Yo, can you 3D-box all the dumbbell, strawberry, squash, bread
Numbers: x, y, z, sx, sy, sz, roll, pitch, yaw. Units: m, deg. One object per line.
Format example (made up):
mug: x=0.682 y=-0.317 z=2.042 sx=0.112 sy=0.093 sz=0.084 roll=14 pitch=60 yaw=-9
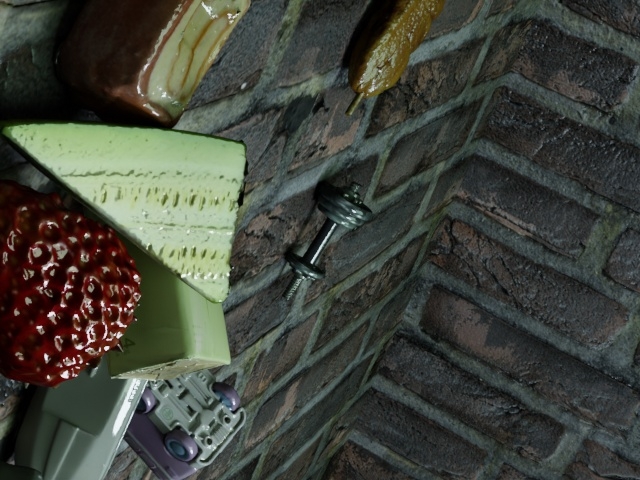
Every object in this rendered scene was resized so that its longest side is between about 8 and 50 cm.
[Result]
dumbbell: x=0.000 y=0.000 z=2.425 sx=0.254 sy=0.110 sz=0.110 roll=-57 pitch=166 yaw=9
strawberry: x=-0.298 y=0.023 z=1.336 sx=0.205 sy=0.205 sz=0.244 roll=-54 pitch=140 yaw=-27
squash: x=-0.230 y=-0.038 z=1.400 sx=0.289 sy=0.111 sz=0.203 roll=-2 pitch=109 yaw=-35
bread: x=0.124 y=-0.358 z=2.216 sx=0.344 sy=0.084 sz=0.124 roll=-58 pitch=143 yaw=-11
bread: x=-0.169 y=-0.235 z=1.390 sx=0.244 sy=0.123 sz=0.190 roll=-62 pitch=164 yaw=-3

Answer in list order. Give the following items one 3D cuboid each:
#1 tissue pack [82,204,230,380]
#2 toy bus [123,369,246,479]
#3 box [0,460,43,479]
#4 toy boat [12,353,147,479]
tissue pack: x=-0.198 y=0.045 z=1.588 sx=0.159 sy=0.125 sz=0.234 roll=33 pitch=45 yaw=-75
toy bus: x=-0.229 y=0.237 z=1.906 sx=0.142 sy=0.202 sz=0.142 roll=-30 pitch=-167 yaw=49
box: x=-0.409 y=0.366 z=1.532 sx=0.129 sy=0.148 sz=0.210 roll=115 pitch=-16 yaw=-50
toy boat: x=-0.313 y=0.220 z=1.724 sx=0.141 sy=0.141 sz=0.269 roll=-32 pitch=149 yaw=-62
